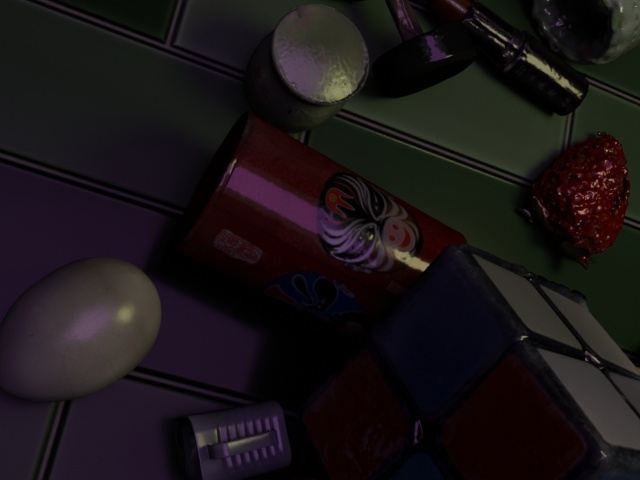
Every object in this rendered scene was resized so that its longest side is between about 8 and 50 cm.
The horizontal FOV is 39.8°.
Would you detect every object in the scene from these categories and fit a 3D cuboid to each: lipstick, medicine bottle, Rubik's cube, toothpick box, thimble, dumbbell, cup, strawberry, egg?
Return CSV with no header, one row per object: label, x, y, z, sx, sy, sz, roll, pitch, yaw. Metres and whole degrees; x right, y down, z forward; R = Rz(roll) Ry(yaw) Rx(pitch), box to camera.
lipstick,0.297,-0.305,1.405,0.299,0.081,0.081,32,69,-14
medicine bottle,-0.021,-0.234,1.225,0.147,0.143,0.147,4,78,-20
Rubik's cube,0.214,0.242,1.028,0.316,0.318,0.313,19,29,-41
toothpick box,0.000,0.000,1.153,0.333,0.204,0.204,29,70,-14
thimble,0.449,-0.399,1.423,0.149,0.185,0.211,-31,116,-23
dumbbell,0.122,-0.336,1.301,0.152,0.152,0.218,-21,87,-25
cup,-0.108,0.252,1.097,0.129,0.128,0.095,-9,81,-26
strawberry,0.443,-0.073,1.405,0.228,0.098,0.174,-40,96,-23
egg,-0.287,0.107,1.041,0.209,0.151,0.151,-35,93,-19

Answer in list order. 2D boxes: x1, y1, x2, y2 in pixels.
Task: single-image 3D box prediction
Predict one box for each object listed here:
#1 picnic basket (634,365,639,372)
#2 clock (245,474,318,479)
picnic basket,0.385,0.319,1.247,0.227,0.175,0.313,20,72,-23
clock,0.038,0.415,1.142,0.255,0.106,0.220,4,79,-26
